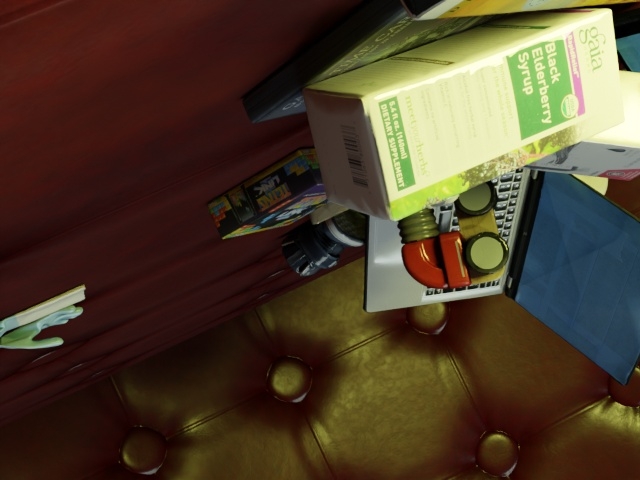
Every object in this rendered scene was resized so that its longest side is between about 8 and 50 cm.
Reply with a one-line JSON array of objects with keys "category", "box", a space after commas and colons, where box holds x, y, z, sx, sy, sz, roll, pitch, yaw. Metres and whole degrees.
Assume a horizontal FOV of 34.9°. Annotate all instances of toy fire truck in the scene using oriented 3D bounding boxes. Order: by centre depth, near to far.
[{"category": "toy fire truck", "box": [0.121, -0.032, 1.393, 0.246, 0.217, 0.158, -12, 178, 11]}]

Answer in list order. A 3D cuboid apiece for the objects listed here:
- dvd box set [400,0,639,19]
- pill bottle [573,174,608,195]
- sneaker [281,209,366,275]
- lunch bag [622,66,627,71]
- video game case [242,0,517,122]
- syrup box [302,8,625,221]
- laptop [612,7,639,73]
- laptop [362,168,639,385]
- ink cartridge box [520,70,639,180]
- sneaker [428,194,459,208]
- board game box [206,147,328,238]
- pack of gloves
[{"category": "dvd box set", "box": [0.265, -0.252, 0.653, 0.307, 0.062, 0.420, -30, 173, 38]}, {"category": "pill bottle", "box": [0.307, -0.085, 1.757, 0.334, 0.188, 0.188, -30, 173, 38]}, {"category": "sneaker", "box": [0.001, 0.002, 1.717, 0.163, 0.086, 0.226, -30, 175, 14]}, {"category": "lunch bag", "box": [0.638, -0.307, 1.593, 0.303, 0.115, 0.243, -28, 177, 30]}, {"category": "video game case", "box": [0.089, -0.168, 0.841, 0.196, 0.026, 0.274, -30, 172, 41]}, {"category": "syrup box", "box": [0.114, -0.104, 0.779, 0.236, 0.093, 0.096, -23, -158, -24]}, {"category": "laptop", "box": [0.393, -0.194, 1.103, 0.264, 0.137, 0.234, -21, -172, -41]}, {"category": "laptop", "box": [0.289, 0.067, 1.595, 0.407, 0.236, 0.382, -8, 143, -5]}, {"category": "ink cartridge box", "box": [0.285, -0.137, 1.176, 0.217, 0.092, 0.158, 8, 171, -4]}, {"category": "sneaker", "box": [0.130, -0.102, 1.112, 0.110, 0.118, 0.292, -24, 177, 0]}, {"category": "board game box", "box": [-0.031, -0.059, 1.201, 0.141, 0.048, 0.170, -27, 175, 26]}, {"category": "pack of gloves", "box": [-0.414, 0.139, 1.344, 0.232, 0.046, 0.195, -24, 175, -18]}]
